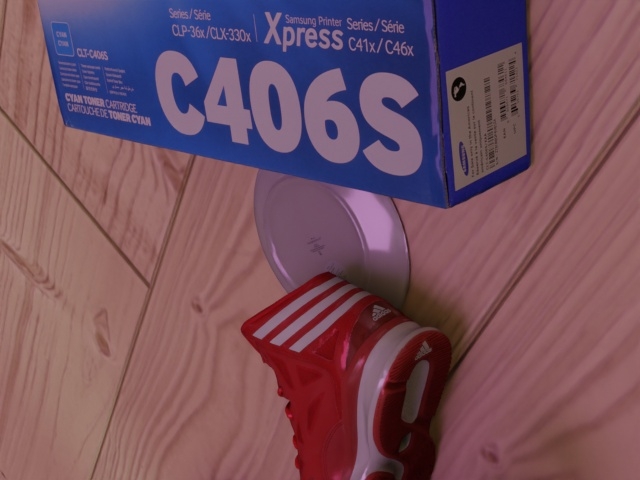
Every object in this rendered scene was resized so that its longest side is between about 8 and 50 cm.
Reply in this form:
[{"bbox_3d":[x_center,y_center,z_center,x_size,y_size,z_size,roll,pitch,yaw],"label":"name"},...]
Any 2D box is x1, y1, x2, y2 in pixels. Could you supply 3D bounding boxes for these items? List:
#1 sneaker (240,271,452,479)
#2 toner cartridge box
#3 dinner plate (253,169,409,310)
[{"bbox_3d":[0.007,0.113,0.666,0.128,0.087,0.221,39,129,33],"label":"sneaker"},{"bbox_3d":[-0.045,-0.132,0.593,0.348,0.075,0.165,15,119,43],"label":"toner cartridge box"},{"bbox_3d":[0.000,0.000,0.662,0.141,0.017,0.141,25,128,37],"label":"dinner plate"}]
